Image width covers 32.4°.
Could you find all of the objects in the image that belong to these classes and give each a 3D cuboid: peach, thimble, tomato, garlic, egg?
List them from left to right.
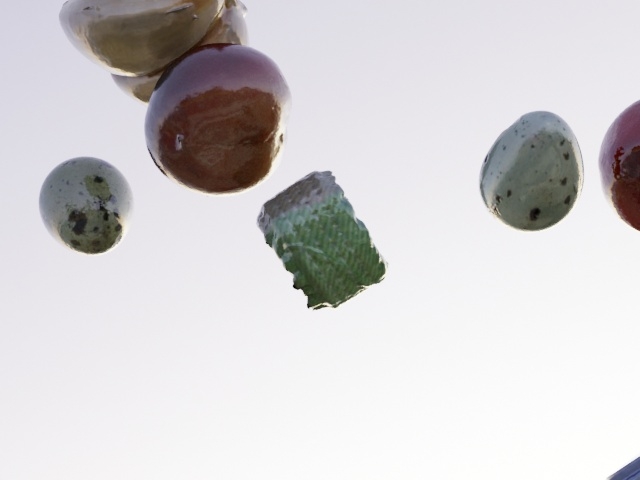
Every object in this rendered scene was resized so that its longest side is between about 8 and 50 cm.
[{"bbox_3d":[-0.434,-0.058,2.062,0.177,0.228,0.177,-11,-51,-14],"label":"egg"},{"bbox_3d":[-0.281,-0.355,1.918,0.313,0.249,0.286,-18,-21,10],"label":"garlic"},{"bbox_3d":[-0.166,-0.191,1.764,0.253,0.252,0.252,-11,-24,-5],"label":"peach"},{"bbox_3d":[0.000,0.000,1.765,0.150,0.219,0.219,-32,-25,1],"label":"thimble"},{"bbox_3d":[0.261,-0.088,1.359,0.131,0.131,0.164,-6,-56,-16],"label":"egg"},{"bbox_3d":[0.533,-0.117,1.762,0.200,0.233,0.140,-22,-8,39],"label":"tomato"}]

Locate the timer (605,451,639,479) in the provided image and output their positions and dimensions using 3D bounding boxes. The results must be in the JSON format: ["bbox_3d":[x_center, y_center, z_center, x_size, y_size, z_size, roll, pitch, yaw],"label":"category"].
[{"bbox_3d":[0.662,0.320,1.705,0.395,0.173,0.395,-32,-18,-12],"label":"timer"}]
